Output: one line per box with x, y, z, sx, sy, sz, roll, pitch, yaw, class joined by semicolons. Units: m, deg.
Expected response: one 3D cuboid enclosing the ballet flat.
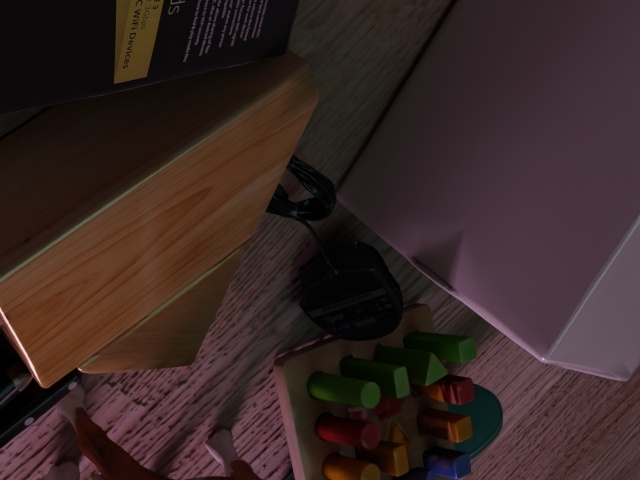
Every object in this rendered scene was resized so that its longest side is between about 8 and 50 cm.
0.053;0.198;1.114;0.247;0.083;0.087;-23;162;-33;ballet flat

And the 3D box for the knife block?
-0.153;-0.005;0.671;0.242;0.088;0.276;3;120;-50;knife block

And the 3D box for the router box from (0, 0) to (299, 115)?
-0.086;-0.214;0.535;0.243;0.081;0.309;-20;136;-46;router box

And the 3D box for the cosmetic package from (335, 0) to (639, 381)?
0.210;-0.119;0.861;0.156;0.217;0.385;14;113;-52;cosmetic package

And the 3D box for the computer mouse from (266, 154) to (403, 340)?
0.000;0.000;0.895;0.071;0.041;0.242;-17;142;13;computer mouse

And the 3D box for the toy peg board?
0.061;0.150;0.999;0.161;0.079;0.161;-18;103;-37;toy peg board

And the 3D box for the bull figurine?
-0.072;0.208;0.871;0.101;0.188;0.310;-50;145;1;bull figurine
